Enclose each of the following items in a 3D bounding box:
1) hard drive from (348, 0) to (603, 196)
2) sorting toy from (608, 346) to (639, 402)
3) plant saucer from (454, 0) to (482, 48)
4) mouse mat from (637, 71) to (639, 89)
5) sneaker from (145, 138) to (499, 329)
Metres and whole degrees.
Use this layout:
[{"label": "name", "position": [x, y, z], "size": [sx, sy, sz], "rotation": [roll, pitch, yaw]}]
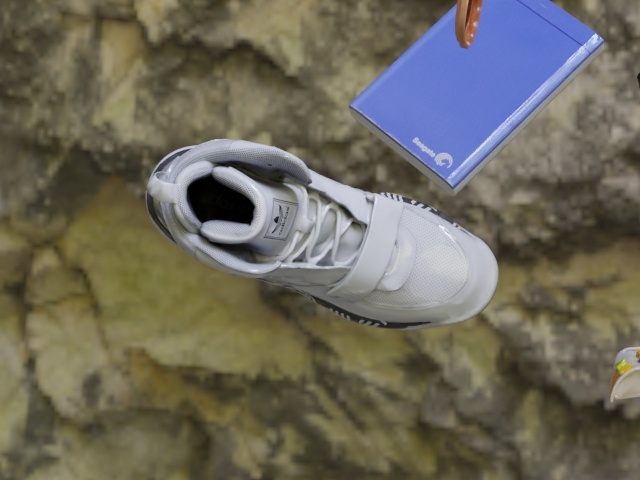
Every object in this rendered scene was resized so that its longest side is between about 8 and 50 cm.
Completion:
[{"label": "hard drive", "position": [0.227, -0.237, 2.322], "size": [0.210, 0.319, 0.040], "rotation": [40, -14, 25]}, {"label": "sorting toy", "position": [0.346, 0.134, 1.706], "size": [0.083, 0.075, 0.045], "rotation": [-8, -68, 7]}, {"label": "plant saucer", "position": [0.148, -0.234, 1.592], "size": [0.013, 0.083, 0.083], "rotation": [12, -23, 14]}, {"label": "mouse mat", "position": [0.352, -0.089, 1.321], "size": [0.153, 0.007, 0.189], "rotation": [-3, -37, 20]}, {"label": "sneaker", "position": [0.000, 0.000, 1.531], "size": [0.366, 0.137, 0.210], "rotation": [18, 0, 0]}]
